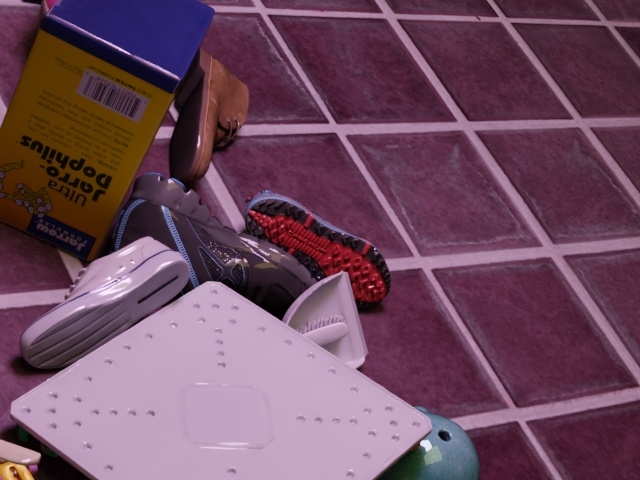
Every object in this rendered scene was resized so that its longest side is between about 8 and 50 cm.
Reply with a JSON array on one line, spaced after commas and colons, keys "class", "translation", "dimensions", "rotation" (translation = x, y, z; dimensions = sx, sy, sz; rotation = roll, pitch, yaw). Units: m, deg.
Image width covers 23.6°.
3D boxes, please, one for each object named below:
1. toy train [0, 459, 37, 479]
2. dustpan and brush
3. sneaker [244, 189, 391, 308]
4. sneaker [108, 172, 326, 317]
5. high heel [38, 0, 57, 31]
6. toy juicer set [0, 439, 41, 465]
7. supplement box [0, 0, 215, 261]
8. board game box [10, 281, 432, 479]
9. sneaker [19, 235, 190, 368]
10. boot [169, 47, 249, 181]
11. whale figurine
[{"class": "toy train", "translation": [-0.395, 0.302, 1.788], "dimensions": [0.125, 0.046, 0.166], "rotation": [4, 47, -16]}, {"class": "dustpan and brush", "translation": [-0.032, 0.146, 2.164], "dimensions": [0.211, 0.147, 0.060], "rotation": [-20, 20, -15]}, {"class": "sneaker", "translation": [0.000, 0.000, 2.328], "dimensions": [0.262, 0.104, 0.125], "rotation": [37, 11, -18]}, {"class": "sneaker", "translation": [-0.147, 0.044, 2.198], "dimensions": [0.341, 0.125, 0.140], "rotation": [32, 74, -16]}, {"class": "high heel", "translation": [-0.364, -0.351, 2.437], "dimensions": [0.181, 0.127, 0.377], "rotation": [0, 44, -20]}, {"class": "toy juicer set", "translation": [-0.500, 0.291, 1.700], "dimensions": [0.209, 0.089, 0.329], "rotation": [33, 45, 22]}, {"class": "supplement box", "translation": [-0.316, -0.182, 2.107], "dimensions": [0.195, 0.356, 0.194], "rotation": [26, 38, -7]}, {"class": "board game box", "translation": [-0.121, 0.238, 1.933], "dimensions": [0.390, 0.050, 0.390], "rotation": [31, 41, 25]}, {"class": "sneaker", "translation": [-0.297, 0.082, 2.035], "dimensions": [0.258, 0.094, 0.091], "rotation": [-30, 45, -29]}, {"class": "boot", "translation": [-0.168, -0.188, 2.428], "dimensions": [0.115, 0.112, 0.305], "rotation": [29, 35, -21]}, {"class": "whale figurine", "translation": [0.098, 0.270, 2.071], "dimensions": [0.272, 0.141, 0.216], "rotation": [43, 40, 11]}]
